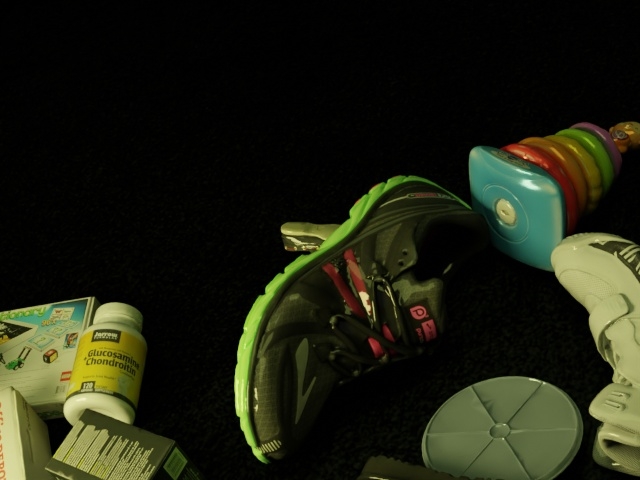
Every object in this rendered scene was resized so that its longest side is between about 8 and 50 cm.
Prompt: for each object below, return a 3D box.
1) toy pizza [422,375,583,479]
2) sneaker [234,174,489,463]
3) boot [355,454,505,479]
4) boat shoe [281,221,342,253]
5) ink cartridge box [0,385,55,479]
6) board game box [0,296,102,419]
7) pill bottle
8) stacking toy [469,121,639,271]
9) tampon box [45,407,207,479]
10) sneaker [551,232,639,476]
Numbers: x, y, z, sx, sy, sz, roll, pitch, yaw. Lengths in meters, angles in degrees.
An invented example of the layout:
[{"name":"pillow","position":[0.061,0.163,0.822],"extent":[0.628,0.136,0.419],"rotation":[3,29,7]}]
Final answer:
[{"name":"toy pizza","position":[0.225,0.247,1.262],"extent":[0.201,0.032,0.201],"rotation":[-16,32,10]},{"name":"sneaker","position":[0.061,0.096,1.377],"extent":[0.202,0.185,0.483],"rotation":[19,60,39]},{"name":"boot","position":[0.129,0.394,1.110],"extent":[0.347,0.131,0.260],"rotation":[3,44,39]},{"name":"boat shoe","position":[0.001,-0.001,1.591],"extent":[0.133,0.042,0.049],"rotation":[5,27,25]},{"name":"ink cartridge box","position":[-0.516,0.358,1.428],"extent":[0.272,0.114,0.197],"rotation":[-26,44,0]},{"name":"board game box","position":[-0.500,0.199,1.608],"extent":[0.305,0.053,0.193],"rotation":[-10,48,15]},{"name":"pill bottle","position":[-0.313,0.186,1.506],"extent":[0.103,0.103,0.184],"rotation":[-10,47,14]},{"name":"stacking toy","position":[0.373,-0.105,1.474],"extent":[0.301,0.166,0.175],"rotation":[-29,39,-25]},{"name":"tampon box","position":[-0.256,0.314,1.355],"extent":[0.161,0.120,0.101],"rotation":[13,57,31]},{"name":"sneaker","position":[0.372,0.142,1.235],"extent":[0.210,0.137,0.366],"rotation":[-35,49,-14]}]
